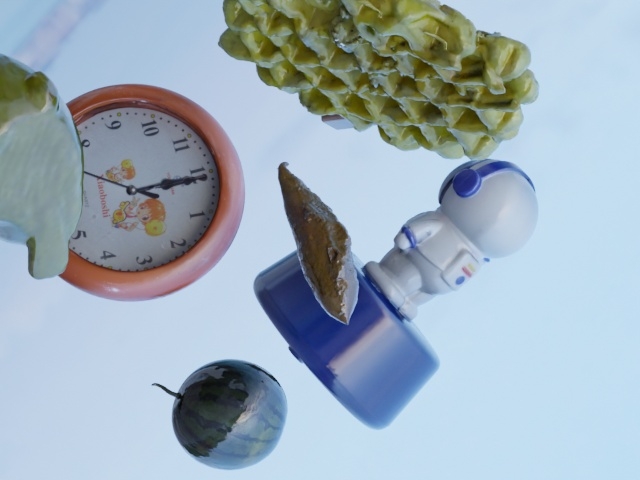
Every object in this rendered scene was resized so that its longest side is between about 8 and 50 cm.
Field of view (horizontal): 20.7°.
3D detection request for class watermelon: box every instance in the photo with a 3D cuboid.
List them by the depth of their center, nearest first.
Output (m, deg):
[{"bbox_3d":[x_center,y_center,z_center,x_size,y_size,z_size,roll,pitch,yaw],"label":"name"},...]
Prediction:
[{"bbox_3d":[-0.097,0.159,1.643,0.105,0.133,0.105,-161,-90,-78],"label":"watermelon"}]

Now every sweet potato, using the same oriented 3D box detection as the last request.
[{"bbox_3d":[0.000,0.000,1.828,0.068,0.060,0.206,-46,-124,29],"label":"sweet potato"}]

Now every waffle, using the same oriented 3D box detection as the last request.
[{"bbox_3d":[0.039,-0.144,1.372,0.250,0.261,0.056,137,-24,-72],"label":"waffle"}]

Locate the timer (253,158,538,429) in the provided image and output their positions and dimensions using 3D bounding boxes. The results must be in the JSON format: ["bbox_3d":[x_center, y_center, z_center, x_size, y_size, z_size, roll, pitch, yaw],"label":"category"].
[{"bbox_3d":[0.131,0.038,2.349,0.383,0.270,0.270,-40,-168,3],"label":"timer"}]

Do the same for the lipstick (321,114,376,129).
[{"bbox_3d":[0.070,-0.178,2.312,0.145,0.045,0.045,-5,-109,41],"label":"lipstick"}]

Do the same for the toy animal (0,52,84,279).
[{"bbox_3d":[-0.347,-0.082,1.460,0.363,0.181,0.180,16,-79,43],"label":"toy animal"}]

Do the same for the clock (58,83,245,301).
[{"bbox_3d":[-0.171,-0.044,1.587,0.205,0.205,0.051,-52,174,-14],"label":"clock"}]
